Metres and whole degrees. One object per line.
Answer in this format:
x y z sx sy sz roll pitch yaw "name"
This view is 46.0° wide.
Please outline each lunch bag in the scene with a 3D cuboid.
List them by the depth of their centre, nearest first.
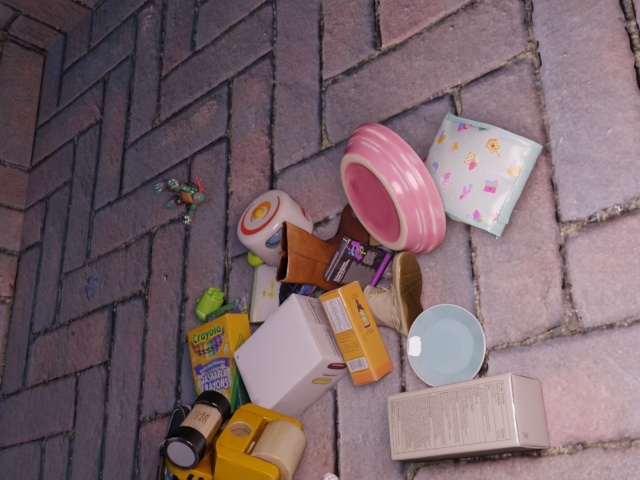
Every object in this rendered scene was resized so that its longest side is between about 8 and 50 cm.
0.352 -0.142 1.660 0.262 0.160 0.223 33 99 53 "lunch bag"

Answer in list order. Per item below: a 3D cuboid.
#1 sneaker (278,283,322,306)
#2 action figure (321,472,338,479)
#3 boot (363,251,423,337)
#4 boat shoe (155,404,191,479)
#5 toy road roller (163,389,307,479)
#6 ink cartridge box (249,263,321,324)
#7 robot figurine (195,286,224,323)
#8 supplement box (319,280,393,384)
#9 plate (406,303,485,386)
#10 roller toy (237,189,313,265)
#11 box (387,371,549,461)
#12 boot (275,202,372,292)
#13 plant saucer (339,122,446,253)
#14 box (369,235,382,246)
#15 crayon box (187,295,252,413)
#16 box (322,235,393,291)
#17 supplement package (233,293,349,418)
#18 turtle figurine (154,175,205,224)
-0.028 0.116 2.007 0.221 0.087 0.083 -46 41 22 "sneaker"
-0.113 0.657 1.761 0.370 0.276 0.247 176 97 -70 "action figure"
0.162 0.119 1.778 0.165 0.077 0.213 14 118 51 "boot"
-0.433 0.637 2.238 0.114 0.091 0.302 -23 61 39 "boat shoe"
-0.214 0.536 1.826 0.330 0.202 0.240 14 118 11 "toy road roller"
-0.097 0.144 2.099 0.235 0.056 0.171 -10 69 45 "ink cartridge box"
-0.342 0.200 2.322 0.101 0.067 0.115 37 104 38 "robot figurine"
0.085 0.219 1.792 0.080 0.078 0.233 -21 89 42 "supplement box"
0.281 0.235 1.675 0.188 0.024 0.188 -7 76 31 "plate"
-0.130 -0.041 2.097 0.191 0.146 0.209 -13 46 39 "roller toy"
0.297 0.372 1.555 0.311 0.121 0.147 -20 62 41 "box"
0.000 0.000 1.879 0.096 0.281 0.264 0 76 46 "boot"
0.149 -0.104 1.724 0.084 0.332 0.332 -31 41 -18 "plant saucer"
0.209 -0.069 1.880 0.201 0.021 0.164 -6 73 44 "box"
-0.280 0.340 2.151 0.203 0.083 0.322 -28 66 41 "crayon box"
0.093 0.061 1.849 0.029 0.162 0.116 39 104 46 "box"
-0.066 0.302 1.933 0.262 0.145 0.204 -46 51 25 "supplement package"
-0.458 -0.144 2.537 0.234 0.118 0.175 13 126 49 "turtle figurine"
